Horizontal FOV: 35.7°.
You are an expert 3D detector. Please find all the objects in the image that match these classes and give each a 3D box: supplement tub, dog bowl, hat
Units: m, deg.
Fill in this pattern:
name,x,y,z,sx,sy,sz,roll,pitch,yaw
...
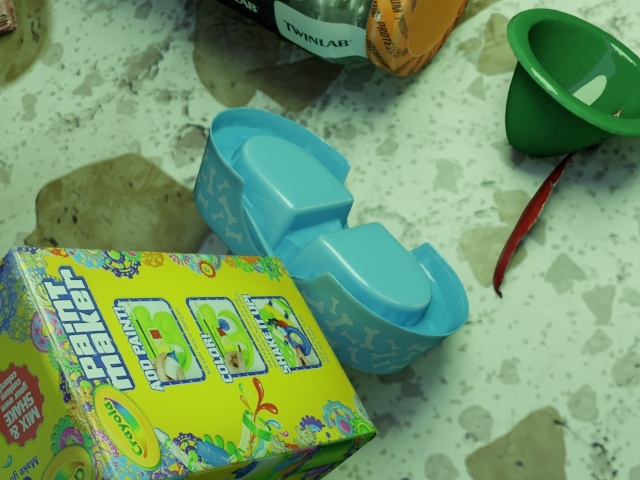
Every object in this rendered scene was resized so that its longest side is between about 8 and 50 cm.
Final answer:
name,x,y,z,sx,sy,sz,roll,pitch,yaw
supplement tub,-0.021,-0.311,0.984,0.338,0.207,0.207,33,79,19
dog bowl,0.000,0.000,0.902,0.297,0.166,0.074,47,122,20
hat,0.208,-0.099,0.969,0.173,0.183,0.208,44,41,13

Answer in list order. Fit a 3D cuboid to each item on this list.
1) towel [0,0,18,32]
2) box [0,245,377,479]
name,x,y,z,sx,sy,sz,roll,pitch,yaw
towel,-0.490,-0.348,1.170,0.237,0.037,0.328,-18,68,5
box,-0.168,0.161,0.751,0.290,0.279,0.177,-41,67,26
